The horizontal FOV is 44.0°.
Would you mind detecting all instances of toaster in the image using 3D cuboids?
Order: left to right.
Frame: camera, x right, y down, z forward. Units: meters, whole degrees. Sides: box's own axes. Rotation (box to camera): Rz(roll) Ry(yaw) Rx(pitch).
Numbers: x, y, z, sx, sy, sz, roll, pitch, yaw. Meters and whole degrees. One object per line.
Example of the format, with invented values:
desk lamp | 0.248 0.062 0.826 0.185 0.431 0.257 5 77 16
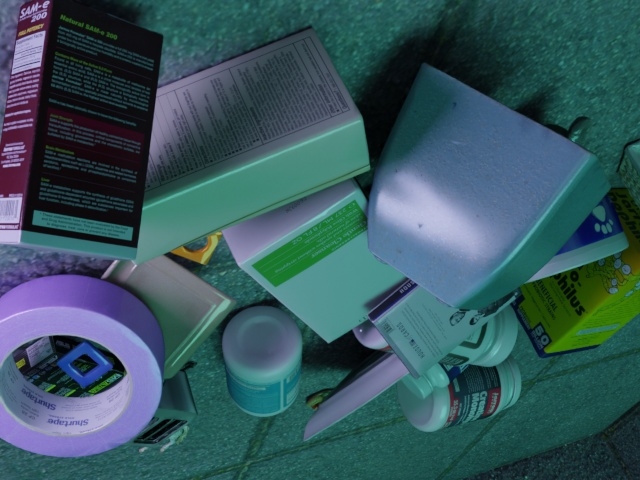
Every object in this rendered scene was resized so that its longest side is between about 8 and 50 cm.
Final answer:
toaster | -0.337 0.306 1.485 0.186 0.110 0.168 -36 149 18

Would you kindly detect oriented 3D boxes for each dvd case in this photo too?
dvd case | 0.210 0.104 1.311 0.239 0.029 0.179 -38 129 -2

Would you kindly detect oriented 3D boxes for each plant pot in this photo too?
plant pot | 0.204 -0.046 1.070 0.252 0.248 0.247 -59 156 9

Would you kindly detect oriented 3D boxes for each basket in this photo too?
basket | 0.657 -0.109 1.507 0.113 0.167 0.103 -21 154 -8

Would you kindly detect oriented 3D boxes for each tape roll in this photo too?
tape roll | -0.371 0.188 1.171 0.275 0.090 0.274 -3 119 -5

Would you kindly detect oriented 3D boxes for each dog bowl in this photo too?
dog bowl | 0.421 0.005 1.467 0.265 0.104 0.265 -18 176 -1

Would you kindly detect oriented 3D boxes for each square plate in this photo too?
square plate | 0.140 0.267 1.707 0.344 0.049 0.347 -41 175 30

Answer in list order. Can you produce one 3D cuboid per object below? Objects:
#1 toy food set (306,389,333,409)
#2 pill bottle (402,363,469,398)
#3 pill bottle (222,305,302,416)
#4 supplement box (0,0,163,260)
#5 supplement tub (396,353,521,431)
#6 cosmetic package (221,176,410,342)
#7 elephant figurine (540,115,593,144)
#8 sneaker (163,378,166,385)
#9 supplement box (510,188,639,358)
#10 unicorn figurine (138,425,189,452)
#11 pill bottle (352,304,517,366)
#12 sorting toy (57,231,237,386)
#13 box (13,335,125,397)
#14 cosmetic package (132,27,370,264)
toy food set | 0.006 0.395 1.962 0.083 0.020 0.083 -20 149 -9
pill bottle | 0.275 0.273 1.825 0.187 0.112 0.112 -39 153 -15
pill bottle | -0.110 0.245 1.519 0.146 0.146 0.264 -17 149 -14
supplement box | -0.241 -0.106 0.789 0.073 0.239 0.130 1 172 43
supplement tub | 0.346 0.363 1.991 0.272 0.191 0.191 -6 145 -29
cosmetic package | 0.000 0.000 1.206 0.197 0.155 0.365 -34 148 5
elephant figurine | 0.367 -0.111 1.335 0.239 0.186 0.169 11 92 -60
sneaker | -0.317 0.176 1.343 0.098 0.083 0.223 -7 135 -11
supplement box | 0.594 0.074 1.716 0.195 0.194 0.356 -3 143 -33
unicorn figurine | -0.352 0.421 1.717 0.162 0.060 0.111 -12 151 -53
pill bottle | 0.211 0.142 1.454 0.283 0.161 0.161 17 132 -30
sorting toy | -0.256 0.102 1.223 0.196 0.047 0.347 34 108 -23
box | -0.465 0.242 1.358 0.191 0.045 0.184 -33 151 12
cosmetic package | -0.114 -0.112 0.943 0.310 0.160 0.113 -22 150 -3
